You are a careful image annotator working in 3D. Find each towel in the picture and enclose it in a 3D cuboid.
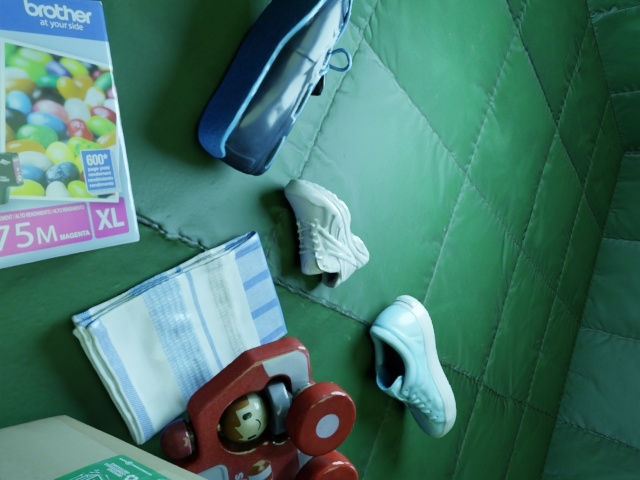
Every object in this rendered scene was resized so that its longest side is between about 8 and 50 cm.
[{"bbox_3d":[-0.174,0.129,0.618,0.285,0.034,0.209,-31,118,-38],"label":"towel"}]

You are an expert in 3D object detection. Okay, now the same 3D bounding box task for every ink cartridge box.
[{"bbox_3d":[-0.303,-0.133,0.428,0.186,0.065,0.310,-16,106,-43],"label":"ink cartridge box"}]

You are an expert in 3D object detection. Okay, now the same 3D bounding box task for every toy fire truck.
[{"bbox_3d":[-0.095,0.307,0.641,0.254,0.169,0.301,-14,110,-28],"label":"toy fire truck"}]

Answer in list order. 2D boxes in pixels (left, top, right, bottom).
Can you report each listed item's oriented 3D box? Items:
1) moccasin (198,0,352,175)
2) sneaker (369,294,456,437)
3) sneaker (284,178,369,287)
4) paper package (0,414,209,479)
[{"bbox_3d":[-0.050,-0.252,0.630,0.341,0.138,0.117,-56,136,-4],"label":"moccasin"},{"bbox_3d":[0.184,0.308,0.950,0.150,0.135,0.365,-29,108,-30],"label":"sneaker"},{"bbox_3d":[0.000,0.000,0.732,0.115,0.091,0.232,-52,128,-21],"label":"sneaker"},{"bbox_3d":[-0.227,0.359,0.384,0.168,0.325,0.308,4,93,-62],"label":"paper package"}]
